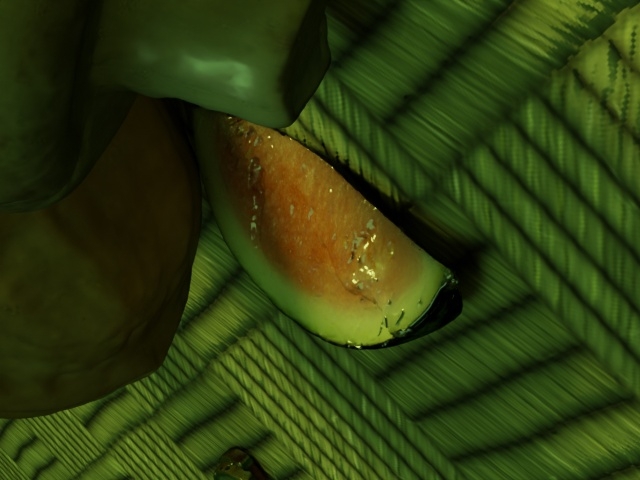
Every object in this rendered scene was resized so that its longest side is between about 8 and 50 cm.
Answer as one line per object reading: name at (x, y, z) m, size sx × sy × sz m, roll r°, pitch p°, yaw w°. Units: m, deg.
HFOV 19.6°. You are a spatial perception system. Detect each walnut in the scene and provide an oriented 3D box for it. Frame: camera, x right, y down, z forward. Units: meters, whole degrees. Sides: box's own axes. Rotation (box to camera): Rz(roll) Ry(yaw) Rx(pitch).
walnut at (-0.230, -0.035, 1.227) m, size 0.344 × 0.306 × 0.306 m, roll 42°, pitch 161°, yaw -3°

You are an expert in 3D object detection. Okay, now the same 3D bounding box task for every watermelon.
watermelon at (0.005, -0.004, 1.146) m, size 0.245 × 0.063 × 0.119 m, roll 37°, pitch 140°, yaw 41°

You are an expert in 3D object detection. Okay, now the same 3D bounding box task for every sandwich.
sandwich at (-0.076, 0.243, 1.824) m, size 0.067 × 0.029 × 0.135 m, roll 38°, pitch 159°, yaw 26°

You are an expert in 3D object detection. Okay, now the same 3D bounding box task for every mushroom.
mushroom at (-0.109, -0.115, 0.946) m, size 0.243 × 0.243 × 0.243 m, roll 40°, pitch 160°, yaw 18°
